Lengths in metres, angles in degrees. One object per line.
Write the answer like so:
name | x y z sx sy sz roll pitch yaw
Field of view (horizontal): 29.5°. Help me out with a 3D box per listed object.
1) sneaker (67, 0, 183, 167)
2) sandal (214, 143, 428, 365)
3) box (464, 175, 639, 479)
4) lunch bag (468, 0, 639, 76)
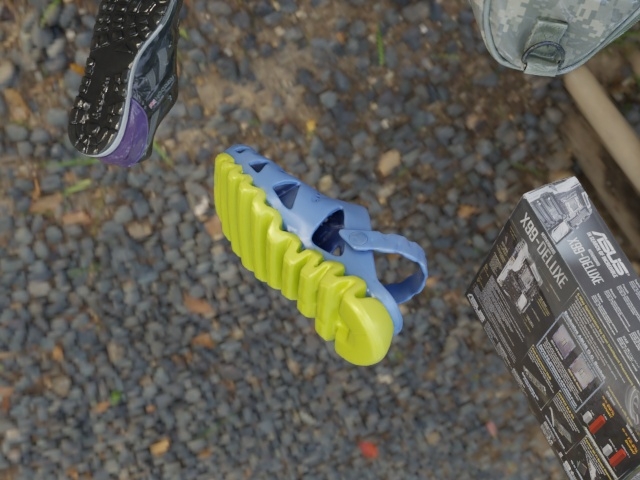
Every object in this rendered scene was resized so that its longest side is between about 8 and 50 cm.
sneaker | -0.236 -0.235 1.606 0.124 0.107 0.283 22 90 -62
sandal | 0.000 0.000 1.355 0.138 0.317 0.126 -32 152 -27
box | 0.292 0.119 1.362 0.076 0.307 0.242 -18 155 -20
lunch bag | 0.190 -0.320 1.042 0.212 0.305 0.256 9 132 -25
